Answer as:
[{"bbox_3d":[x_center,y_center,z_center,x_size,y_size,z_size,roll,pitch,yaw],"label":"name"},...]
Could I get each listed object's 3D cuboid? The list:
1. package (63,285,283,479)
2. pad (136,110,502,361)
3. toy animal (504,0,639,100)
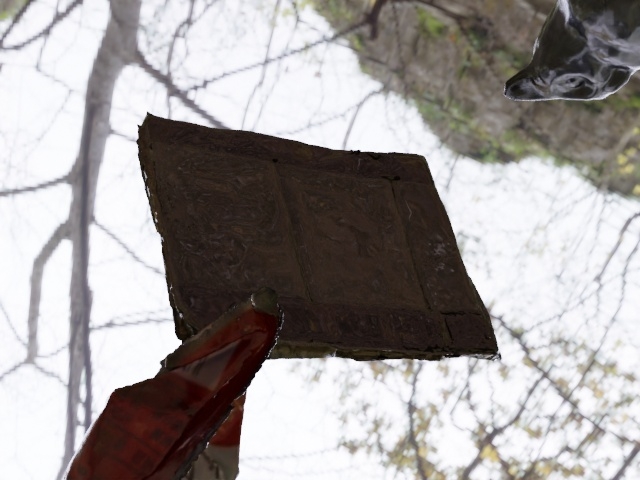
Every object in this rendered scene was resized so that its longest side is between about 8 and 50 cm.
[{"bbox_3d":[-0.104,0.138,0.552,0.071,0.194,0.269,38,-102,4],"label":"package"},{"bbox_3d":[0.000,0.000,0.750,0.233,0.022,0.174,4,-127,-33],"label":"pad"},{"bbox_3d":[0.146,-0.152,0.538,0.121,0.210,0.117,-7,-115,-43],"label":"toy animal"}]
